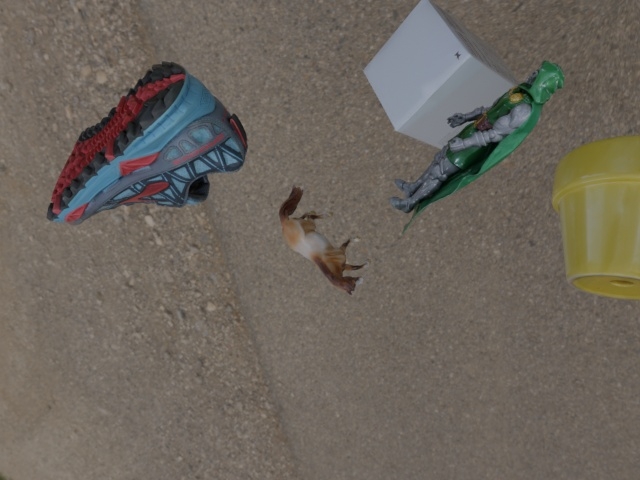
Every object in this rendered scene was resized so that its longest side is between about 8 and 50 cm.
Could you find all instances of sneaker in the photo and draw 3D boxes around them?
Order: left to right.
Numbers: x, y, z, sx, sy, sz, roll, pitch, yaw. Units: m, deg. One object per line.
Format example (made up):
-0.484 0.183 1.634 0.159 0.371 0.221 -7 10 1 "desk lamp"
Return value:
-0.180 -0.061 0.458 0.262 0.104 0.125 -20 142 37 "sneaker"

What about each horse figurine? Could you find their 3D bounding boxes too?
0.000 0.000 0.915 0.263 0.174 0.066 44 125 13 "horse figurine"

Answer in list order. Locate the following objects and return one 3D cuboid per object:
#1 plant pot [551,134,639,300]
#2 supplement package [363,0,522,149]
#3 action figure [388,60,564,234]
0.557 -0.025 0.815 0.254 0.238 0.254 14 165 4 "plant pot"
0.277 -0.340 0.977 0.199 0.263 0.197 -43 54 36 "supplement package"
0.178 -0.115 0.525 0.064 0.137 0.232 37 129 -13 "action figure"
